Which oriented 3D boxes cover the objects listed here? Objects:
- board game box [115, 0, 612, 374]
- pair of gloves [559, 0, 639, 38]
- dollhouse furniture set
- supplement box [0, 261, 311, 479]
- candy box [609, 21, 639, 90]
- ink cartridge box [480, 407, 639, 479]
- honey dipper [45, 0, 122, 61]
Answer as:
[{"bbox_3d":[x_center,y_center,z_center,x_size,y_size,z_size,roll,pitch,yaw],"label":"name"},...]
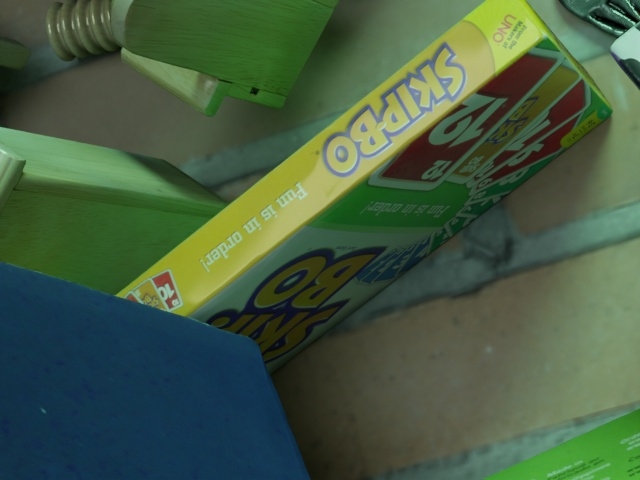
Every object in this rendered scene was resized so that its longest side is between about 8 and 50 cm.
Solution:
[{"bbox_3d":[0.000,0.000,0.753,0.259,0.124,0.039,-35,70,12],"label":"board game box"},{"bbox_3d":[0.137,-0.134,0.787,0.074,0.010,0.083,38,96,24],"label":"pair of gloves"},{"bbox_3d":[-0.226,-0.081,0.811,0.355,0.174,0.303,34,101,24],"label":"dollhouse furniture set"},{"bbox_3d":[-0.169,0.199,0.663,0.356,0.195,0.194,-50,42,25],"label":"supplement box"},{"bbox_3d":[0.206,0.000,0.648,0.070,0.165,0.196,-40,68,11],"label":"candy box"},{"bbox_3d":[0.151,0.200,0.678,0.189,0.097,0.255,-26,105,15],"label":"ink cartridge box"},{"bbox_3d":[-0.054,-0.114,0.850,0.161,0.030,0.030,-9,76,20],"label":"honey dipper"}]
